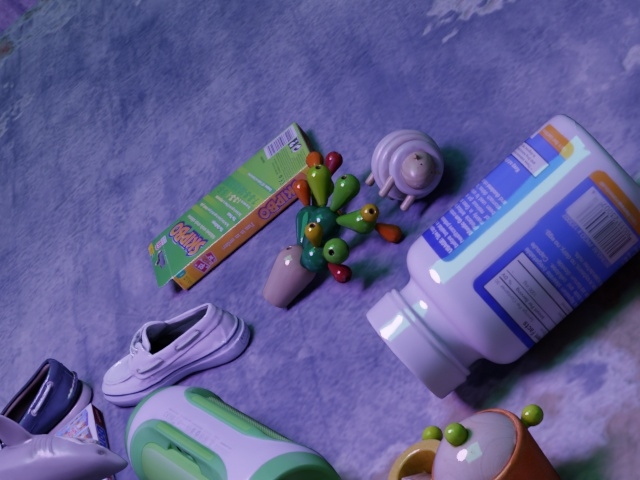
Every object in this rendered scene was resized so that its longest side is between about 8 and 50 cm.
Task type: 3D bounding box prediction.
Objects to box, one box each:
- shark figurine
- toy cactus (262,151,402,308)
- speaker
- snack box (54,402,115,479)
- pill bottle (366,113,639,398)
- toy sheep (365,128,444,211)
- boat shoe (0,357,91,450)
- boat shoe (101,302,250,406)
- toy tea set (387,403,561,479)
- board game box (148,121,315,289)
[{"bbox_3d":[-0.347,0.291,1.837,0.278,0.166,0.116,-44,26,45],"label":"shark figurine"},{"bbox_3d":[0.000,0.000,1.930,0.180,0.112,0.219,-56,28,19],"label":"toy cactus"},{"bbox_3d":[-0.091,0.234,1.689,0.131,0.131,0.296,-51,30,-12],"label":"speaker"},{"bbox_3d":[-0.281,0.266,1.995,0.064,0.022,0.178,-42,29,9],"label":"snack box"},{"bbox_3d":[0.179,0.021,1.597,0.272,0.152,0.152,-42,29,5],"label":"pill bottle"},{"bbox_3d":[0.097,-0.085,1.907,0.091,0.091,0.132,-45,24,0],"label":"toy sheep"},{"bbox_3d":[-0.401,0.255,2.101,0.254,0.079,0.095,-43,30,3],"label":"boat shoe"},{"bbox_3d":[-0.188,0.127,2.001,0.226,0.076,0.083,-27,33,28],"label":"boat shoe"},{"bbox_3d":[0.079,0.277,1.422,0.200,0.124,0.336,-15,41,42],"label":"toy tea set"},{"bbox_3d":[-0.112,-0.039,2.159,0.259,0.039,0.124,-37,29,8],"label":"board game box"}]
